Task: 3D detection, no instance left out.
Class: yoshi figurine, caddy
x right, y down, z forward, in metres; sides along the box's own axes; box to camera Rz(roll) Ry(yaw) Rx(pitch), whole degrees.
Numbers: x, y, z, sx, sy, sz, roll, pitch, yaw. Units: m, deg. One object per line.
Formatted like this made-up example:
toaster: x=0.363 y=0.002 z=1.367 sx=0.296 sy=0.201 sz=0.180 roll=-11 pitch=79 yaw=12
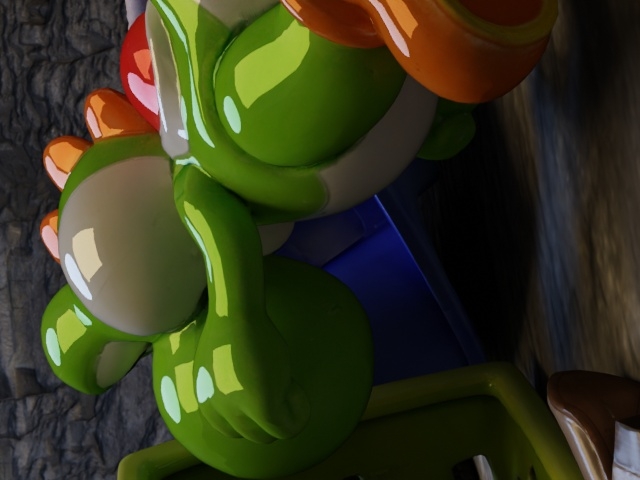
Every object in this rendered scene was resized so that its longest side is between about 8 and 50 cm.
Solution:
yoshi figurine: x=0.000 y=-0.014 z=0.637 sx=0.362 sy=0.203 sz=0.203 roll=-49 pitch=50 yaw=44
caddy: x=0.000 y=0.000 z=0.909 sx=0.241 sy=0.179 sz=0.341 roll=57 pitch=178 yaw=0

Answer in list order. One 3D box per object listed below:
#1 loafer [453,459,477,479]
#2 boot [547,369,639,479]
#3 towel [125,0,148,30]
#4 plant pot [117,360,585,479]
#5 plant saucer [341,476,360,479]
loafer: x=0.054 y=0.147 z=1.039 sx=0.220 sy=0.080 sz=0.078 roll=-106 pitch=11 yaw=-54
boot: x=0.121 y=0.105 z=0.573 sx=0.118 sy=0.042 sz=0.087 roll=-128 pitch=29 yaw=-79
towel: x=-0.114 y=-0.319 z=1.091 sx=0.317 sy=0.053 sz=0.332 roll=95 pitch=175 yaw=-62
plant pot: x=0.034 y=0.220 z=0.710 sx=0.228 sy=0.227 sz=0.207 roll=-111 pitch=9 yaw=-65
plant saucer: x=0.038 y=0.199 z=1.069 sx=0.188 sy=0.045 sz=0.188 roll=38 pitch=-156 yaw=-35
